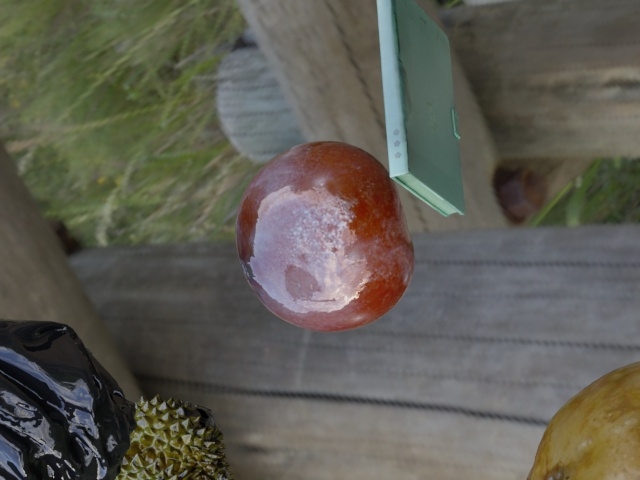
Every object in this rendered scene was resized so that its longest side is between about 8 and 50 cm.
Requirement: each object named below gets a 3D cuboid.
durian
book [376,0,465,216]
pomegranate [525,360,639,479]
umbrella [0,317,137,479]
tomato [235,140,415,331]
[{"bbox_3d":[-0.175,0.270,1.748,0.237,0.138,0.193,21,171,16],"label":"durian"},{"bbox_3d":[0.066,-0.090,0.920,0.017,0.103,0.135,-12,70,24],"label":"book"},{"bbox_3d":[0.345,0.279,1.273,0.338,0.338,0.338,18,128,25],"label":"pomegranate"},{"bbox_3d":[-0.261,0.064,0.744,0.340,0.118,0.118,20,137,-19],"label":"umbrella"},{"bbox_3d":[0.000,0.000,1.924,0.270,0.227,0.270,51,156,34],"label":"tomato"}]
